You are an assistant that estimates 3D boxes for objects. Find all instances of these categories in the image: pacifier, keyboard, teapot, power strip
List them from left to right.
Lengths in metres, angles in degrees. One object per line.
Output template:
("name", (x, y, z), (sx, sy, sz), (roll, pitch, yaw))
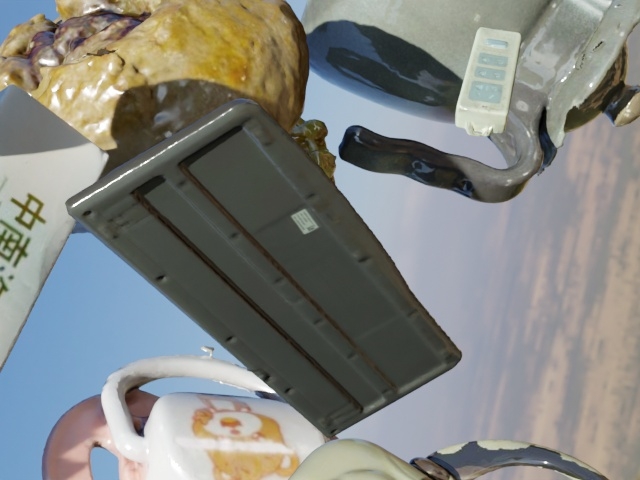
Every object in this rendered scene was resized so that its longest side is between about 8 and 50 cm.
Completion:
("pacifier", (-0.101, 0.245, 1.281), (0.220, 0.332, 0.273), (-174, 91, -66))
("keyboard", (-0.034, 0.006, 0.625), (0.041, 0.103, 0.381), (64, -171, 30))
("power strip", (0.091, -0.088, 0.739), (0.017, 0.027, 0.083), (92, -169, -48))
("teapot", (0.139, -0.168, 1.119), (0.223, 0.285, 0.305), (-61, -4, 21))

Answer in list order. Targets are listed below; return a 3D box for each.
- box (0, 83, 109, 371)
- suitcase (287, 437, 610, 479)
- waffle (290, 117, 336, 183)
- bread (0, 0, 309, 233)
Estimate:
("box", (-0.224, 0.027, 0.719), (0.243, 0.067, 0.155), (-18, 40, 49))
("suitcase", (0.081, 0.284, 0.913), (0.339, 0.351, 0.194), (-49, -34, -20))
("waffle", (0.000, 0.000, 1.051), (0.160, 0.046, 0.192), (-154, 53, -88))
("bread", (-0.119, -0.101, 0.885), (0.230, 0.230, 0.123), (-72, -35, -52))
